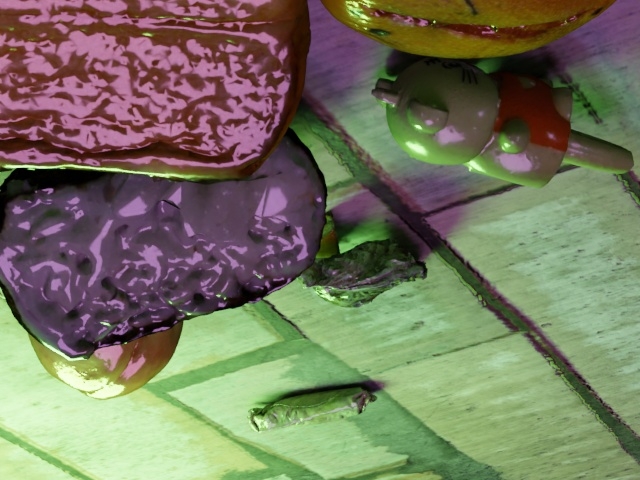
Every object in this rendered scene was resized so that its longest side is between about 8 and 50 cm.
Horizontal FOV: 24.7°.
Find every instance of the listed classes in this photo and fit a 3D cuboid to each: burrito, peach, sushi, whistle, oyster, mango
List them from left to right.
[{"bbox_3d":[-0.248,0.093,1.676,0.184,0.184,0.184,-3,149,-2],"label":"peach"},{"bbox_3d":[-0.167,-0.040,1.445,0.349,0.207,0.234,-13,113,-5],"label":"sushi"},{"bbox_3d":[-0.013,0.237,2.056,0.188,0.045,0.058,-9,174,5],"label":"burrito"},{"bbox_3d":[0.054,0.040,1.698,0.125,0.064,0.177,-30,164,17],"label":"oyster"},{"bbox_3d":[0.135,-0.225,1.237,0.295,0.120,0.177,5,150,-14],"label":"mango"},{"bbox_3d":[0.180,-0.113,1.432,0.288,0.131,0.106,11,104,-21],"label":"whistle"}]

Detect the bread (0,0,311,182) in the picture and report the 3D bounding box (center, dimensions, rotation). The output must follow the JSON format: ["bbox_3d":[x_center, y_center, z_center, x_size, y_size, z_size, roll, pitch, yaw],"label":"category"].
[{"bbox_3d":[-0.175,-0.210,1.191,0.337,0.148,0.328,1,132,-3],"label":"bread"}]

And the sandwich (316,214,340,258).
[{"bbox_3d":[0.000,0.000,1.678,0.044,0.031,0.083,-7,149,1],"label":"sandwich"}]
